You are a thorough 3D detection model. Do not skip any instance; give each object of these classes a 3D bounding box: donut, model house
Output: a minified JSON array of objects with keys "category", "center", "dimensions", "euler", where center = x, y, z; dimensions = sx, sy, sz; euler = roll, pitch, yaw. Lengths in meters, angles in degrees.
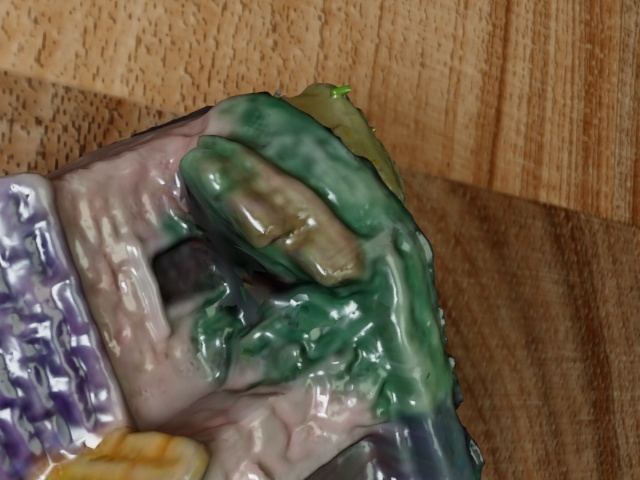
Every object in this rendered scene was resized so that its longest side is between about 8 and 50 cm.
[{"category":"donut","center":[0.000,0.000,0.580],"dimensions":[0.068,0.174,0.174],"euler":[-12,100,-13]},{"category":"model house","center":[-0.089,0.081,0.447],"dimensions":[0.237,0.202,0.236],"euler":[-28,109,-43]}]
